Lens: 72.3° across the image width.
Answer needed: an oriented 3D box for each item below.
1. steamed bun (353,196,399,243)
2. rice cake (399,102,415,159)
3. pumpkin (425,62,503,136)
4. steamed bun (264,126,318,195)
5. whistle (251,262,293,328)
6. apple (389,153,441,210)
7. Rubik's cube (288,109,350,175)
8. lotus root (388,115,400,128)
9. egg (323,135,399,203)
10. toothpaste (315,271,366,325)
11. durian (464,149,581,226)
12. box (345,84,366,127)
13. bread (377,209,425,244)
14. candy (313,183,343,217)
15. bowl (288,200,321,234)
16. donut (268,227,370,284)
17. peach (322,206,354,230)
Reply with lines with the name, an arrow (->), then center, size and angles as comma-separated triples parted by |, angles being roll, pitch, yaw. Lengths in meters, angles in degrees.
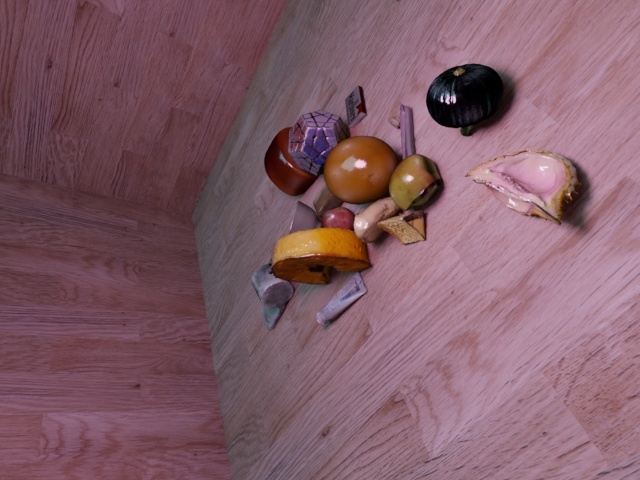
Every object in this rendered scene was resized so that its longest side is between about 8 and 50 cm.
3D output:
steamed bun -> 0.205, -0.088, 1.757 | 0.110, 0.212, 0.231 | 45, 118, 19
rice cake -> 0.346, -0.426, 1.781 | 0.051, 0.081, 0.291 | -17, 65, 40
pumpkin -> 0.488, -0.458, 1.477 | 0.248, 0.248, 0.248 | -25, 60, 51
steamed bun -> -0.177, -0.450, 2.433 | 0.235, 0.248, 0.380 | -43, 47, 43
whistle -> -0.255, 0.298, 2.414 | 0.168, 0.188, 0.405 | 52, 156, 44
apple -> 0.345, -0.215, 1.643 | 0.188, 0.173, 0.207 | -38, 34, 42
Rubik's cube -> -0.005, -0.481, 2.162 | 0.264, 0.318, 0.319 | -98, 28, -75
lotus root -> 0.326, -0.507, 1.883 | 0.037, 0.030, 0.083 | -39, 44, 2
egg -> 0.167, -0.291, 1.821 | 0.351, 0.282, 0.283 | 3, 82, 54
toothpaste -> 0.093, 0.269, 1.958 | 0.299, 0.073, 0.114 | -47, 42, 27
durian -> 0.606, -0.171, 1.245 | 0.196, 0.185, 0.305 | -53, 40, 2
box -> 0.173, -0.660, 2.162 | 0.115, 0.035, 0.178 | -35, 52, 47
bread -> 0.309, -0.052, 1.657 | 0.147, 0.152, 0.127 | -11, 81, 55
candy -> 0.057, -0.215, 2.132 | 0.234, 0.102, 0.104 | -54, 40, 35
bowl -> -0.075, -0.040, 2.172 | 0.289, 0.146, 0.290 | -167, 90, -90
donut -> -0.020, 0.061, 1.922 | 0.435, 0.377, 0.164 | -24, 60, 46
peach -> 0.080, -0.079, 2.025 | 0.152, 0.152, 0.152 | -25, 60, 51
